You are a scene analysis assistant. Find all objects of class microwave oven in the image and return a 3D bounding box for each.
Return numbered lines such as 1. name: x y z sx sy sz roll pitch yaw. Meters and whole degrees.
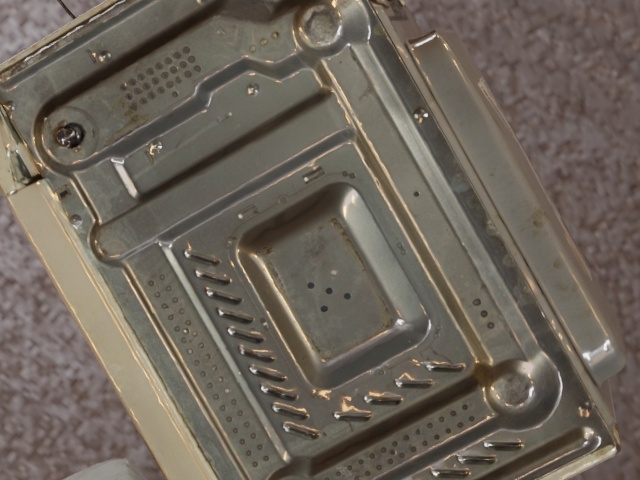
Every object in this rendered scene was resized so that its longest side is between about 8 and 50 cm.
1. microwave oven: 0.000 0.000 0.652 0.194 0.145 0.241 -29 92 14

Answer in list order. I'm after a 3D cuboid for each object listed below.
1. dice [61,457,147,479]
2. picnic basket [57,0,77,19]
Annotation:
1. dice: -0.208 0.365 1.385 0.262 0.265 0.268 -31 7 -7
2. picnic basket: -0.135 -0.161 1.095 0.065 0.083 0.083 -43 29 -6
